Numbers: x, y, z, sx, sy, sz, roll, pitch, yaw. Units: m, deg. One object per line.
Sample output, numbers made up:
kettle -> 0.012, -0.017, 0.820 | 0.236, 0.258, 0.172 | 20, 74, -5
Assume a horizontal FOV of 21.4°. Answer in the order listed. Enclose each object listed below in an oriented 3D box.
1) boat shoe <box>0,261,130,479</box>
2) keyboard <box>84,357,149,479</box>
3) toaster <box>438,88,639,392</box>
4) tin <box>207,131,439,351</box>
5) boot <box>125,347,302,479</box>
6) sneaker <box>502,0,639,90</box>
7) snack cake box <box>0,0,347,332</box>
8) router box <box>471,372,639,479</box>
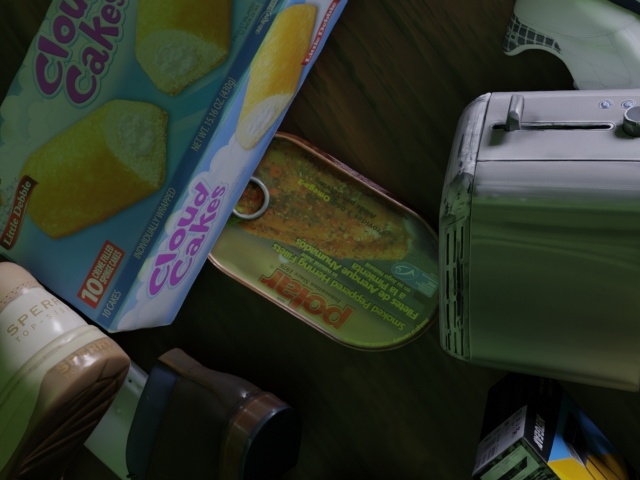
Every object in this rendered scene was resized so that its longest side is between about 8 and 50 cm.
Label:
boat shoe -> -0.244, 0.151, 1.150 | 0.110, 0.122, 0.341 | 44, 124, 12
keyboard -> -0.087, 0.177, 1.212 | 0.256, 0.014, 0.072 | 43, 108, -1
toaster -> 0.154, 0.004, 1.072 | 0.147, 0.129, 0.227 | 6, 135, 11
tin -> 0.000, 0.000, 1.155 | 0.190, 0.040, 0.106 | 32, 99, 1
boot -> -0.084, 0.179, 1.181 | 0.106, 0.082, 0.219 | 33, 122, 29
sneaker -> 0.232, -0.103, 1.088 | 0.235, 0.090, 0.094 | 35, 112, 7
snack cake box -> -0.114, -0.091, 1.106 | 0.152, 0.089, 0.264 | 33, 103, 19
router box -> 0.161, 0.158, 1.089 | 0.046, 0.179, 0.133 | -41, 94, 15
